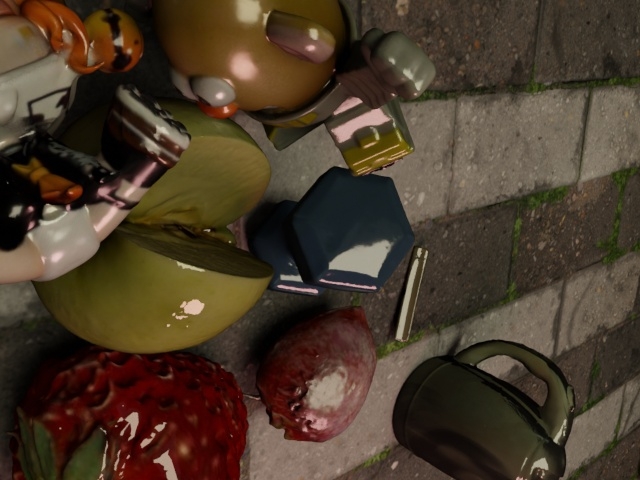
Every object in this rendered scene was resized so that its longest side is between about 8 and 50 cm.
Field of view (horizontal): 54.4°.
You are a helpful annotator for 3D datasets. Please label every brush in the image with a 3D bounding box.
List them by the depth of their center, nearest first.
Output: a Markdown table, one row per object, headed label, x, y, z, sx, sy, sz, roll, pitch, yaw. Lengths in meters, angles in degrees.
| label | x | y | z | sx | sy | sz | roll | pitch | yaw |
| --- | --- | --- | --- | --- | --- | --- | --- | --- | --- |
| brush | 0.179 | 0.106 | 1.238 | 0.034 | 0.027 | 0.190 | 12 | 92 | -6 |

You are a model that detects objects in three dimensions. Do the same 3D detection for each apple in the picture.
| label | x | y | z | sx | sy | sz | roll | pitch | yaw |
| --- | --- | --- | --- | --- | --- | --- | --- | --- | --- |
| apple | -0.182 | -0.017 | 0.715 | 0.254 | 0.292 | 0.292 | 9 | 99 | -66 |

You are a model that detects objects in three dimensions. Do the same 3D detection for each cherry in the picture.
| label | x | y | z | sx | sy | sz | roll | pitch | yaw |
| --- | --- | --- | --- | --- | --- | --- | --- | --- | --- |
| cherry | 0.001 | 0.211 | 1.027 | 0.192 | 0.175 | 0.250 | 45 | 72 | -28 |

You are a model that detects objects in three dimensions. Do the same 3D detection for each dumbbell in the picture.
| label | x | y | z | sx | sy | sz | roll | pitch | yaw |
| --- | --- | --- | --- | --- | --- | --- | --- | --- | --- |
| dumbbell | 0.000 | 0.001 | 0.852 | 0.143 | 0.316 | 0.156 | -21 | 90 | -17 |

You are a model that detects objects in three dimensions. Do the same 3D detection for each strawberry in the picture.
| label | x | y | z | sx | sy | sz | roll | pitch | yaw |
| --- | --- | --- | --- | --- | --- | --- | --- | --- | --- |
| strawberry | -0.209 | 0.277 | 0.817 | 0.345 | 0.295 | 0.318 | -10 | 75 | -56 |

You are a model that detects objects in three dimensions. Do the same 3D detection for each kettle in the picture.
| label | x | y | z | sx | sy | sz | roll | pitch | yaw |
| --- | --- | --- | --- | --- | --- | --- | --- | --- | --- |
| kettle | 0.360 | 0.363 | 1.274 | 0.228 | 0.324 | 0.321 | 34 | 82 | -42 |

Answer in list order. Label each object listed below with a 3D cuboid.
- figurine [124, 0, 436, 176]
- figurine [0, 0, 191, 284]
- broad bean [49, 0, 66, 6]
| label | x | y | z | sx | sy | sz | roll | pitch | yaw |
| --- | --- | --- | --- | --- | --- | --- | --- | --- | --- |
| figurine | -0.043 | -0.181 | 0.607 | 0.285 | 0.342 | 0.167 | 30 | 63 | -62 |
| figurine | -0.305 | -0.119 | 0.527 | 0.320 | 0.323 | 0.196 | -34 | 168 | -33 |
| broad bean | -0.323 | -0.222 | 0.664 | 0.114 | 0.084 | 0.165 | -33 | 119 | -36 |
